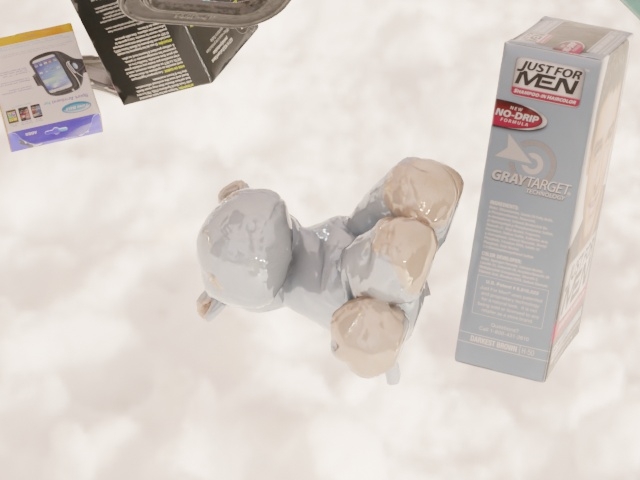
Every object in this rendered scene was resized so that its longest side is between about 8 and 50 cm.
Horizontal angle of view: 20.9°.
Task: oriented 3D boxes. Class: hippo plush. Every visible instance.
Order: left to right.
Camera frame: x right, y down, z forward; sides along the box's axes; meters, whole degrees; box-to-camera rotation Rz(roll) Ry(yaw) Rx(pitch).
[{"bbox_3d":[0.000,0.000,1.753,0.237,0.234,0.294,20,-3,6],"label":"hippo plush"}]

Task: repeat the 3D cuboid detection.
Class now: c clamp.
[{"bbox_3d":[-0.063,-0.196,1.263,0.161,0.137,0.022,-4,67,-27],"label":"c clamp"}]

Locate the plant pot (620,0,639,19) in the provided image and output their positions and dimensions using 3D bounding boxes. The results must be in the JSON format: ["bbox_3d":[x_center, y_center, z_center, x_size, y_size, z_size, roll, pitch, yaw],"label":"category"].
[{"bbox_3d":[0.230,-0.198,1.003,0.166,0.165,0.234,42,29,-15],"label":"plant pot"}]

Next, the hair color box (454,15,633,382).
[{"bbox_3d":[0.253,-0.050,1.968,0.114,0.374,0.185,13,20,17],"label":"hair color box"}]

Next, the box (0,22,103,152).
[{"bbox_3d":[-0.238,-0.127,1.493,0.081,0.028,0.136,-13,52,-11],"label":"box"}]

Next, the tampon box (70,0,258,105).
[{"bbox_3d":[-0.148,-0.225,1.560,0.101,0.161,0.120,-11,26,29],"label":"tampon box"}]

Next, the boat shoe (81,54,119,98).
[{"bbox_3d":[-0.243,-0.197,2.081,0.125,0.038,0.046,12,76,-17],"label":"boat shoe"}]
